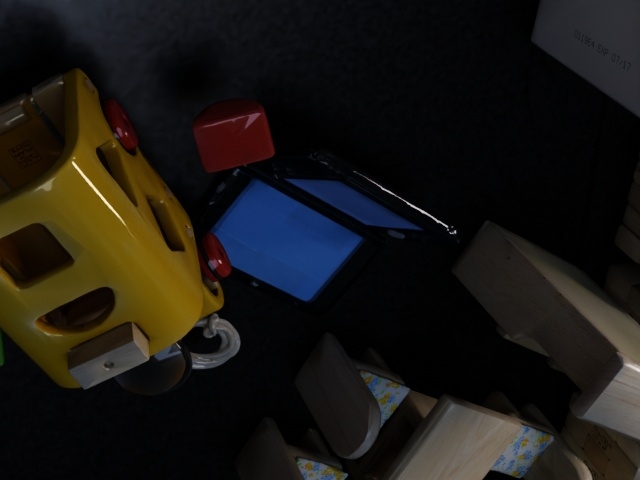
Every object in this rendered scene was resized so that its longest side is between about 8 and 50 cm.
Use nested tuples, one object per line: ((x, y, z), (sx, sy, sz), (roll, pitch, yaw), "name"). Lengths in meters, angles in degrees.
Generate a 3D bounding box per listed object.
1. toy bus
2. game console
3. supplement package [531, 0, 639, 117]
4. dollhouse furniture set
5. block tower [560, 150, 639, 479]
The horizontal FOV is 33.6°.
((-0.109, 0.021, 0.525), (0.202, 0.104, 0.191), (9, 126, -20), "toy bus")
((0.000, 0.000, 0.613), (0.122, 0.107, 0.071), (27, 78, -36), "game console")
((0.268, -0.152, 0.596), (0.244, 0.139, 0.134), (-6, 124, -23), "supplement package")
((0.109, 0.138, 0.692), (0.212, 0.161, 0.242), (23, 108, -35), "dollhouse furniture set")
((0.261, 0.035, 0.743), (0.091, 0.097, 0.335), (-6, 125, -22), "block tower")
